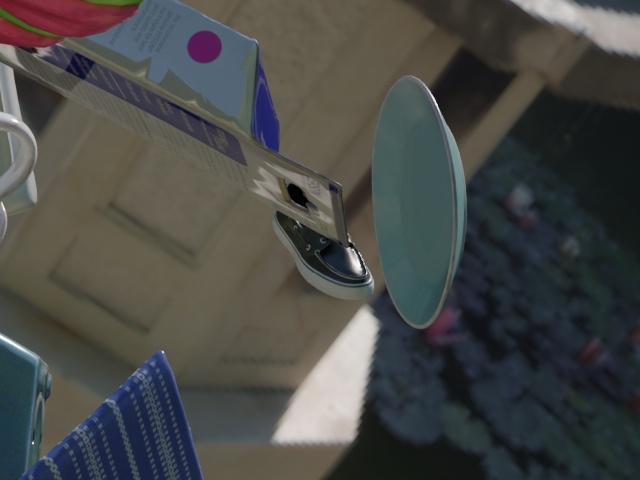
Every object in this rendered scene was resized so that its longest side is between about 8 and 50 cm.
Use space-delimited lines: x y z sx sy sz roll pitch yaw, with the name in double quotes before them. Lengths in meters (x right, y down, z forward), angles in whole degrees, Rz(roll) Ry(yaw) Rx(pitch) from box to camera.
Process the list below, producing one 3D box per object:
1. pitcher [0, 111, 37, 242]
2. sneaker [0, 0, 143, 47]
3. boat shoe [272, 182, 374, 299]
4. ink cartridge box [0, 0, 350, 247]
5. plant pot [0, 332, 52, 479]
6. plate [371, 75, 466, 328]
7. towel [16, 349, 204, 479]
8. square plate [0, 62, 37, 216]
"pitcher" -0.316 -0.038 1.278 0.207 0.178 0.125 26 7 -42
"sneaker" -0.160 -0.206 0.565 0.483 0.202 0.185 28 -10 41
"boat shoe" 0.000 0.000 1.448 0.049 0.040 0.142 -9 33 -27
"ink cartridge box" -0.133 -0.120 1.129 0.371 0.069 0.176 30 -9 8
"plant pot" -0.386 0.173 1.675 0.252 0.248 0.247 5 -8 -3
"plate" 0.076 -0.029 1.328 0.024 0.188 0.188 -4 39 -15
"towel" -0.217 0.274 1.439 0.040 0.243 0.336 21 47 33
"square plate" -0.501 -0.144 2.095 0.344 0.347 0.049 -20 28 -29
